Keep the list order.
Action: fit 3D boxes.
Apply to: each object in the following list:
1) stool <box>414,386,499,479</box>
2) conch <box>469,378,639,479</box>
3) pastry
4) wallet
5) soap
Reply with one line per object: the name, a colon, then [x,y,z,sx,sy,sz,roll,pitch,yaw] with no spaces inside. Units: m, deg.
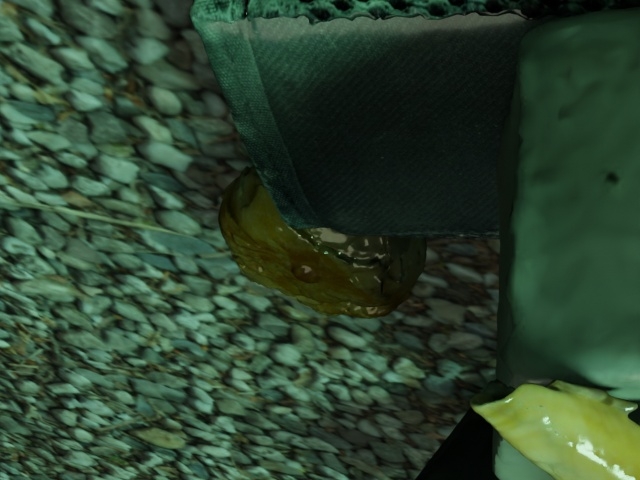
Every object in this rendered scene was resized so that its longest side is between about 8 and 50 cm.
stool: [0.185,0.225,1.267,0.232,0.232,0.141,-11,141,45]
conch: [0.180,0.151,0.687,0.109,0.093,0.330,-22,138,39]
pastry: [0.001,-0.004,1.126,0.153,0.081,0.153,19,162,6]
wallet: [0.122,-0.078,0.892,0.342,0.075,0.237,1,152,16]
soap: [0.263,0.065,0.823,0.350,0.213,0.435,-4,148,25]
